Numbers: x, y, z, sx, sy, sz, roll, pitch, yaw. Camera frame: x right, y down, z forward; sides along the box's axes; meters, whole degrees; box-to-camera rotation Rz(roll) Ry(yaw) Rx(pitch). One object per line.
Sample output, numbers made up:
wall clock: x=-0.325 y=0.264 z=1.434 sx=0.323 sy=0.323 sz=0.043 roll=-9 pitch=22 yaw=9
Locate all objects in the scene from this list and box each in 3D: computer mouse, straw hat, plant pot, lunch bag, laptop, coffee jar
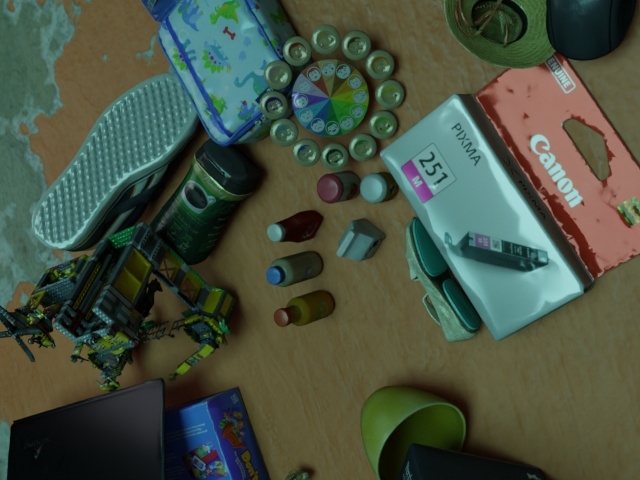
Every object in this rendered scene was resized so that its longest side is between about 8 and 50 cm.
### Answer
computer mouse: x=0.258 y=-0.334 z=0.906 sx=0.184 sy=0.060 sz=0.262 roll=16 pitch=99 yaw=30
straw hat: x=0.198 y=-0.246 z=0.964 sx=0.145 sy=0.144 sz=0.061 roll=64 pitch=162 yaw=8
plant pot: x=0.104 y=0.239 z=1.080 sx=0.095 sy=0.134 sz=0.134 roll=40 pitch=120 yaw=51
lunch bag: x=-0.118 y=-0.249 z=1.154 sx=0.176 sy=0.090 sz=0.219 roll=-34 pitch=79 yaw=34
lunch bag: x=-0.206 y=-0.358 z=1.203 sx=0.098 sy=0.065 sz=0.067 roll=-45 pitch=74 yaw=30
laptop: x=-0.299 y=0.474 z=1.327 sx=0.381 sy=0.236 sz=0.408 roll=-20 pitch=119 yaw=33
coffee jar: x=-0.165 y=-0.058 z=1.217 sx=0.096 sy=0.079 sz=0.184 roll=46 pitch=119 yaw=13

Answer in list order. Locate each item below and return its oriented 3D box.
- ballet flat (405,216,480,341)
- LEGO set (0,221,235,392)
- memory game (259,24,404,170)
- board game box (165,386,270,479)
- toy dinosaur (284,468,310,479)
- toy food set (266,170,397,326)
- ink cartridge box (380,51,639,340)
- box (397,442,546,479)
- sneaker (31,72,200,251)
ballet flat: x=0.140 y=0.053 z=1.061 sx=0.052 sy=0.057 sz=0.168 roll=-34 pitch=79 yaw=41
LEGO set: x=-0.304 y=0.137 z=1.219 sx=0.331 sy=0.192 sz=0.255 roll=-12 pitch=129 yaw=28
memory game: x=0.014 y=-0.179 z=1.070 sx=0.186 sy=0.012 sz=0.186 roll=0 pitch=107 yaw=0
board game box: x=-0.240 y=0.389 z=1.337 sx=0.347 sy=0.078 sz=0.234 roll=-21 pitch=87 yaw=33
toy dinosaur: x=-0.061 y=0.435 z=1.208 sx=0.064 sy=0.112 sz=0.212 roll=-17 pitch=45 yaw=61
toy food set: x=0.000 y=0.000 z=1.108 sx=0.111 sy=0.104 sz=0.232 roll=41 pitch=117 yaw=20
ink cartridge box: x=0.234 y=-0.058 z=0.981 sx=0.239 sy=0.060 sz=0.275 roll=-37 pitch=78 yaw=32
box: x=0.160 y=0.457 z=0.925 sx=0.178 sy=0.343 sz=0.313 roll=14 pitch=107 yaw=-9
sneaker: x=-0.292 y=-0.115 z=1.274 sx=0.321 sy=0.127 sz=0.126 roll=-44 pitch=79 yaw=4
